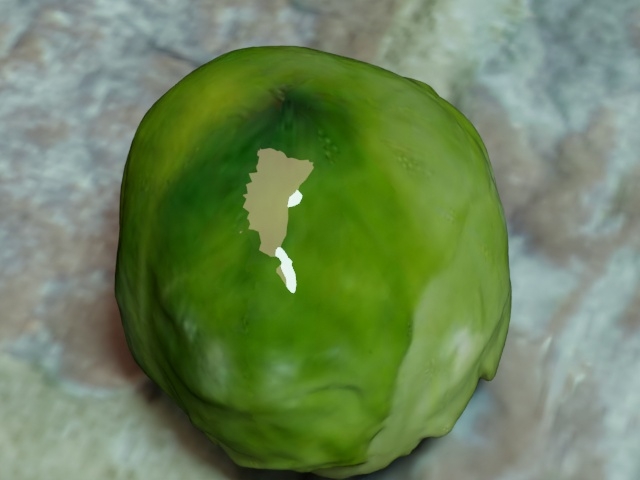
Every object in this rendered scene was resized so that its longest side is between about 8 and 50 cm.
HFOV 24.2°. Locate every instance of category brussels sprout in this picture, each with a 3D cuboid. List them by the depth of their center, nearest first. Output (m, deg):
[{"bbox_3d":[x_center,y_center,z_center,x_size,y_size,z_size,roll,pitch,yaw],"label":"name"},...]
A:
[{"bbox_3d":[-0.002,-0.004,0.520,0.149,0.122,0.151,-38,60,-22],"label":"brussels sprout"}]
